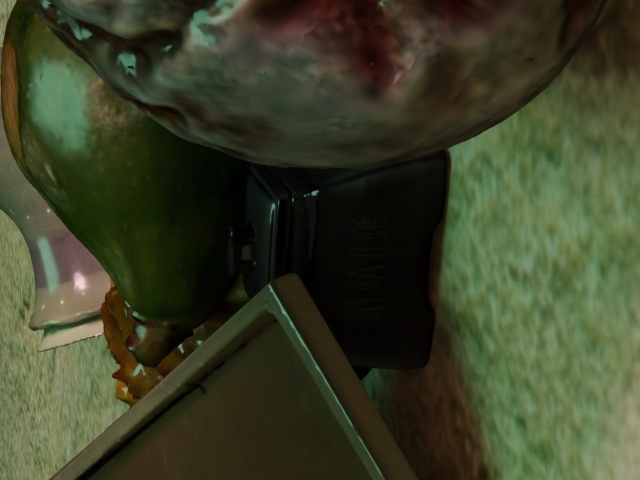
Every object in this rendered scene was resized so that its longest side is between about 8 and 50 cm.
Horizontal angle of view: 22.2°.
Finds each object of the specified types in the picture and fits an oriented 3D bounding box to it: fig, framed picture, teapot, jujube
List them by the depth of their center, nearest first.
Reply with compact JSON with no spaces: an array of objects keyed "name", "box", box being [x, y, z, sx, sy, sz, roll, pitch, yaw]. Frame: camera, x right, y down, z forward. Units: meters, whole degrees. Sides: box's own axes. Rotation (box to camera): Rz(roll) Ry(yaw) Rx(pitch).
[{"name":"jujube","box":[-0.009,-0.159,0.624,0.246,0.215,0.308,-47,45,23]},{"name":"teapot","box":[0.000,0.000,0.818,0.087,0.096,0.177,-128,36,-57]},{"name":"framed picture","box":[-0.039,0.183,0.860,0.315,0.024,0.232,-41,76,46]},{"name":"fig","box":[-0.075,-0.057,0.886,0.195,0.195,0.245,145,116,-69]},{"name":"teapot","box":[-0.224,-0.039,1.368,0.183,0.183,0.251,167,86,-71]}]

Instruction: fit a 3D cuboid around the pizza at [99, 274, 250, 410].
[{"name":"pizza","box":[-0.059,0.116,1.015,0.277,0.114,0.409,98,152,-50]}]
